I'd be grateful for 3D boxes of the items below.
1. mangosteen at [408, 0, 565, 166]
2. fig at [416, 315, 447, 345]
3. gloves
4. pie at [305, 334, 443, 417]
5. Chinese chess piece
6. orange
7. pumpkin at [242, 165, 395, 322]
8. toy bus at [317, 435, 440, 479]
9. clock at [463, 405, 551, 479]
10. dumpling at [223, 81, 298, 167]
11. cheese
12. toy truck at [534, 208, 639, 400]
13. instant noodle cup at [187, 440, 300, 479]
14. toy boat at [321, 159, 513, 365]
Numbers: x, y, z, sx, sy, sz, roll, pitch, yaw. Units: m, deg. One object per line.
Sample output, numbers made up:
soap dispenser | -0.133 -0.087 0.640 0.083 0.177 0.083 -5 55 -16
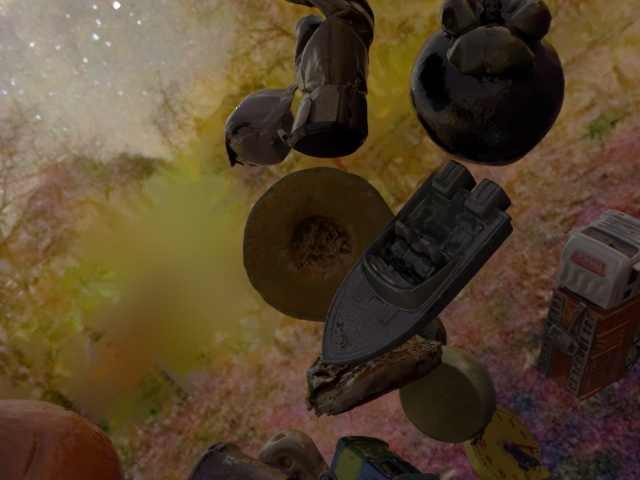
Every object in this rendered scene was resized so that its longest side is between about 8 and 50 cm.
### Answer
mangosteen | 0.228 -0.222 0.819 0.243 0.243 0.243 -42 9 8
fig | 0.253 0.280 1.666 0.203 0.203 0.235 -44 -24 -4
gloves | 0.005 -0.272 0.801 0.141 0.331 0.154 -14 -20 26
pie | 0.092 0.263 1.252 0.308 0.086 0.308 -23 13 6
Chinese chess piece | 0.297 0.361 1.407 0.237 0.238 0.092 -37 -7 35
orange | -0.273 0.230 0.489 0.223 0.170 0.224 -8 50 9
pumpkin | 0.000 0.000 1.316 0.332 0.332 0.199 -43 9 2
toy bus | 0.080 0.552 1.140 0.190 0.152 0.313 18 89 49
clock | 0.570 0.640 1.845 0.277 0.293 0.071 -21 -25 -44
dumpling | -0.139 -0.277 1.383 0.293 0.163 0.205 162 113 -68
cheese | -0.068 0.618 1.596 0.117 0.217 0.235 -42 -25 -63
toy truck | 0.588 0.144 1.284 0.206 0.388 0.173 -21 37 -28
instant noodle cup | -0.160 0.576 1.318 0.207 0.218 0.217 6 41 34
toy boat | 0.111 0.043 0.794 0.320 0.092 0.141 -49 47 0
